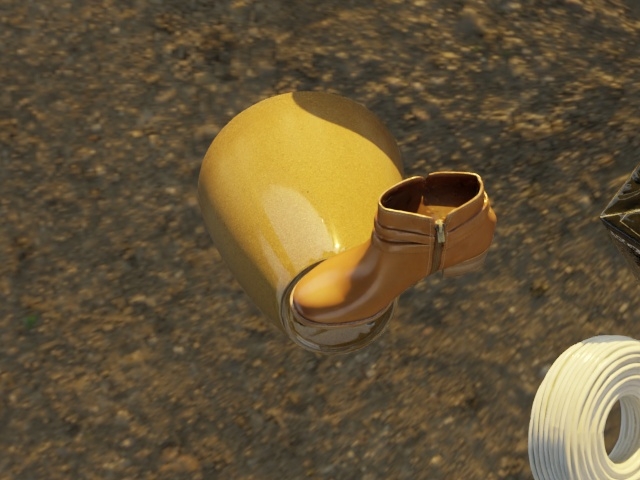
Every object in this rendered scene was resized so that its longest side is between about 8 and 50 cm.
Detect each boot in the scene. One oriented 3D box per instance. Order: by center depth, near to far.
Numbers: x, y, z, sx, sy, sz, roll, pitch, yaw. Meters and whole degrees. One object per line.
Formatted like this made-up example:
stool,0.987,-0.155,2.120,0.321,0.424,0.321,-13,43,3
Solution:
boot,0.057,0.003,1.122,0.197,0.152,0.073,-23,67,-2

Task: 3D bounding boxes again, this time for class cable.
cable,0.404,0.260,1.794,0.089,0.257,0.257,9,80,54

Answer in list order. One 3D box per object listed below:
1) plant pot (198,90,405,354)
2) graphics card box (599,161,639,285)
plant pot,0.000,0.000,1.365,0.237,0.254,0.237,-5,120,-8
graphics card box,0.389,-0.044,1.217,0.094,0.371,0.232,38,92,23
